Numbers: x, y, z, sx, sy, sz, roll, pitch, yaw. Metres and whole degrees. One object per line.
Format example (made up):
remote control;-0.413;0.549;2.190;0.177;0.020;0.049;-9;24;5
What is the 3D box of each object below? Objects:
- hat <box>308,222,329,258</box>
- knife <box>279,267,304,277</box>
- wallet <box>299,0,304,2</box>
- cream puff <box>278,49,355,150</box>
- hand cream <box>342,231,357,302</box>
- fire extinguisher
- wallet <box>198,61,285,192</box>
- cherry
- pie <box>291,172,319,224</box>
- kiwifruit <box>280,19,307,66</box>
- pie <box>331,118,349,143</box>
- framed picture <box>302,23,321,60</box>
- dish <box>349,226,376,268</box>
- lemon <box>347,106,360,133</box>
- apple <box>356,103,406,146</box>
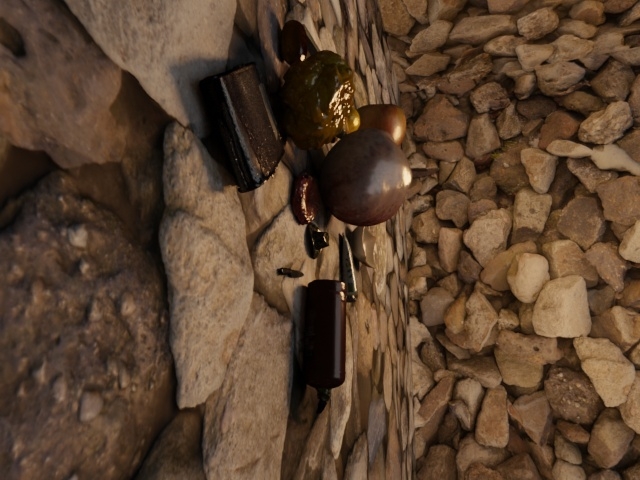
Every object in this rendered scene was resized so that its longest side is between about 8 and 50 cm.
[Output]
hat;0.000;0.000;1.263;0.121;0.050;0.121;-5;90;-75
knife;-0.071;0.085;1.090;0.170;0.010;0.023;22;64;-71
wallet;-0.075;-0.848;1.296;0.124;0.031;0.183;16;69;-73
cream puff;-0.010;-0.363;1.096;0.196;0.244;0.244;43;29;-7
hand cream;0.099;0.100;1.551;0.088;0.055;0.256;51;31;-66
fire extinguisher;0.011;0.284;1.132;0.135;0.114;0.338;111;-17;-67
wallet;-0.150;-0.245;0.874;0.262;0.071;0.221;-69;144;-59
cherry;0.144;-0.209;1.377;0.334;0.291;0.327;10;98;-58
pie;-0.040;-0.115;1.191;0.153;0.038;0.154;-3;90;-70
kiwifruit;-0.073;-0.542;1.155;0.075;0.075;0.125;-3;91;-72
pie;0.035;-0.424;1.425;0.205;0.084;0.179;-32;107;-65
framed picture;-0.003;-0.535;1.325;0.265;0.018;0.192;50;33;-29
dish;0.176;0.026;1.743;0.212;0.077;0.152;41;48;-64
lemon;0.094;-0.450;1.574;0.133;0.108;0.109;70;20;-69
apple;0.244;-0.463;1.806;0.256;0.256;0.234;-17;104;-71
